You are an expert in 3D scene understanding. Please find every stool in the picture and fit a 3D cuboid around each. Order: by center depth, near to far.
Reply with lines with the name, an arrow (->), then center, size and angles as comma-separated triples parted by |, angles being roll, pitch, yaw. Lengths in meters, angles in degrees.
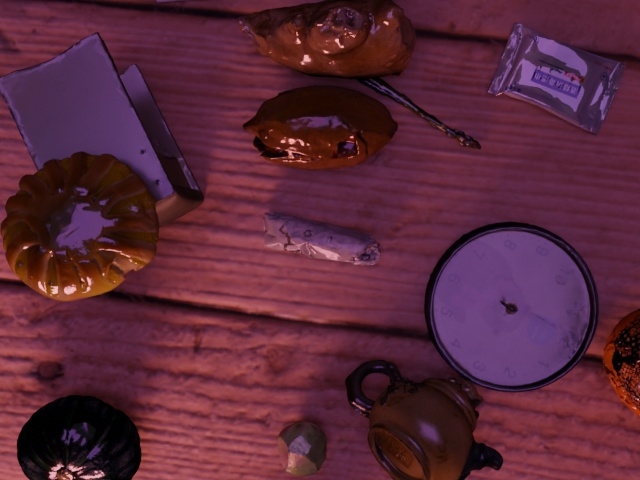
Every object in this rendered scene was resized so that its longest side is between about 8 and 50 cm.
stool -> -0.324, -0.142, 1.381 | 0.170, 0.243, 0.269 | -25, 89, 2

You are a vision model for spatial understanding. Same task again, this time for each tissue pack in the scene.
tissue pack -> 0.381, -0.262, 1.453 | 0.193, 0.026, 0.122 | 21, 92, 3

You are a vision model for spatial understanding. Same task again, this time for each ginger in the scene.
ginger -> 0.011, -0.308, 1.379 | 0.270, 0.219, 0.123 | -5, 89, -5

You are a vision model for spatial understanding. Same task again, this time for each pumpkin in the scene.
pumpkin -> -0.383, 0.335, 1.434 | 0.194, 0.150, 0.194 | 1, 95, 13

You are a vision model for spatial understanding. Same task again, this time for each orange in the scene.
orange -> 0.535, 0.201, 1.347 | 0.182, 0.234, 0.234 | -32, 89, -1

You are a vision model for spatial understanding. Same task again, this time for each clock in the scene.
clock -> 0.307, 0.108, 1.446 | 0.281, 0.055, 0.280 | 0, 90, 3

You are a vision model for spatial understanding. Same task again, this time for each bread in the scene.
bread -> -0.327, -0.021, 1.210 | 0.213, 0.105, 0.213 | 0, 89, 5

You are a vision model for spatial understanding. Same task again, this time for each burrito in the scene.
burrito -> -0.001, 0.001, 1.459 | 0.203, 0.064, 0.064 | 12, 91, 5

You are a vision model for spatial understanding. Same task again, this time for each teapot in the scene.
teapot -> 0.166, 0.278, 1.416 | 0.269, 0.173, 0.182 | 39, 58, 23

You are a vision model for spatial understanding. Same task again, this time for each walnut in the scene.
walnut -> 0.000, -0.180, 1.427 | 0.245, 0.137, 0.137 | 4, 91, 0

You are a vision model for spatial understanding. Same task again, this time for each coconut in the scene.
coconut -> -0.028, 0.330, 1.454 | 0.083, 0.081, 0.082 | 21, 133, 7

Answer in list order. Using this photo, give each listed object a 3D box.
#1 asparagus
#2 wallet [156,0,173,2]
asparagus -> 0.162, -0.210, 1.469 | 0.233, 0.023, 0.022 | 33, 136, 2
wallet -> -0.231, -0.418, 1.490 | 0.083, 0.011, 0.044 | -4, 90, 3
